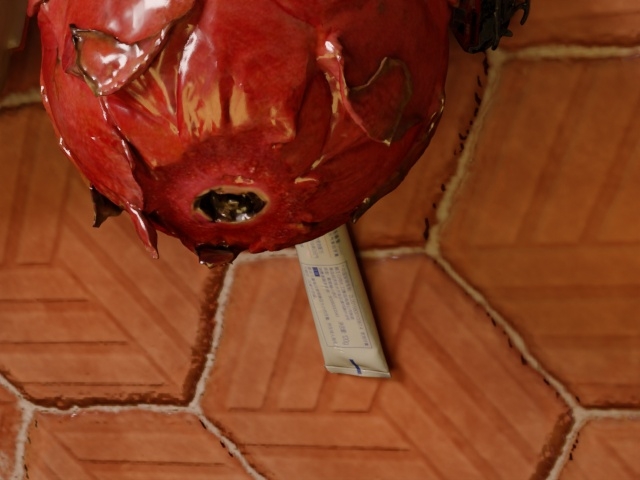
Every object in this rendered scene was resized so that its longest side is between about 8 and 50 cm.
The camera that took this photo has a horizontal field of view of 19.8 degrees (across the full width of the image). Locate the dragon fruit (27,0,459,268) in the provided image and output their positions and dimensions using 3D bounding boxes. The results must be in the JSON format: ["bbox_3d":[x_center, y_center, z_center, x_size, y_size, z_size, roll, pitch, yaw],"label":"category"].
[{"bbox_3d":[-0.040,-0.114,1.003,0.241,0.241,0.252,-42,60,39],"label":"dragon fruit"}]

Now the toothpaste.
[{"bbox_3d":[0.000,0.000,1.188,0.052,0.033,0.218,3,123,30],"label":"toothpaste"}]

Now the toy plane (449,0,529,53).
[{"bbox_3d":[0.085,-0.160,1.040,0.060,0.037,0.145,20,131,28],"label":"toy plane"}]

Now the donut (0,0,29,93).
[{"bbox_3d":[-0.338,-0.124,1.121,0.371,0.307,0.150,-18,73,42],"label":"donut"}]
